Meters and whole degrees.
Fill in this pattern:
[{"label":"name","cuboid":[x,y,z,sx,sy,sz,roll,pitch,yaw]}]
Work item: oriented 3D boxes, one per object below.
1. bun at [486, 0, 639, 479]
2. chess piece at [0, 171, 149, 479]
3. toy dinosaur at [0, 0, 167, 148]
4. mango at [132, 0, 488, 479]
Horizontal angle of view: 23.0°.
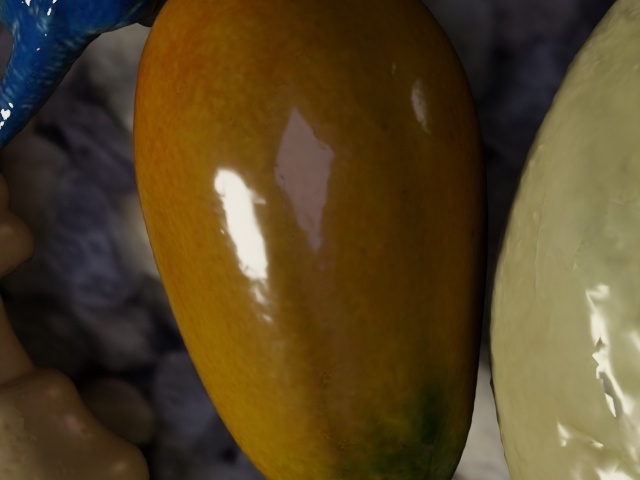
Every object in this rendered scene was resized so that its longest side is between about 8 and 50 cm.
[{"label":"bun","cuboid":[0.226,0.042,0.500,0.364,0.202,0.364,3,102,16]},{"label":"chess piece","cuboid":[-0.179,0.010,0.681,0.139,0.124,0.307,-15,95,52]},{"label":"toy dinosaur","cuboid":[-0.084,-0.114,0.560,0.075,0.188,0.247,40,94,-3]},{"label":"mango","cuboid":[-0.003,-0.003,0.595,0.120,0.151,0.221,-13,105,-23]}]
